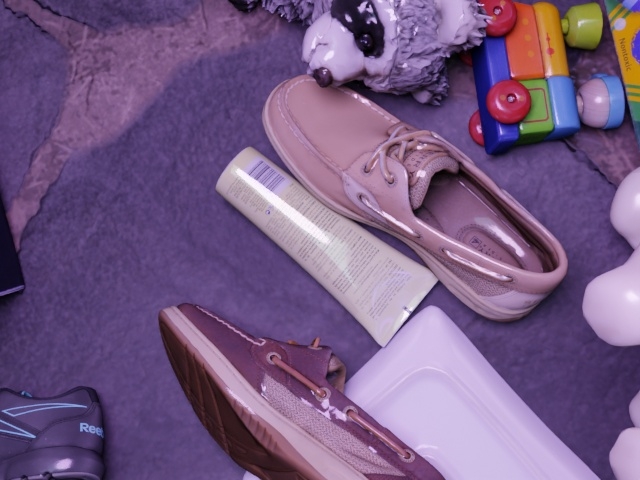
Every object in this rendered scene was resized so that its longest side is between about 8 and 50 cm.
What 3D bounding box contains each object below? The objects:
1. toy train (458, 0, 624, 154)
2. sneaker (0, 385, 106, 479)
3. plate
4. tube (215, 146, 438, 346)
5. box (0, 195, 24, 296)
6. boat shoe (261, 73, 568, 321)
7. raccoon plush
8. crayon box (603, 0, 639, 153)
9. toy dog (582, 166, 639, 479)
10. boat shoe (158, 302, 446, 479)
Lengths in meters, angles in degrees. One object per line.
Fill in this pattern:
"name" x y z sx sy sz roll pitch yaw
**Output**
"toy train" 0.215 -0.218 0.869 0.143 0.105 0.248 -6 81 -3
"sneaker" -0.346 0.217 0.903 0.267 0.101 0.106 -8 59 8
"plate" 0.103 0.252 0.846 0.278 0.045 0.277 -42 80 1
"tube" 0.000 0.000 0.891 0.240 0.062 0.070 38 130 7
"box" -0.520 -0.065 0.876 0.312 0.179 0.344 -14 93 7
"boat shoe" 0.092 -0.063 0.841 0.341 0.110 0.122 37 68 7
"raccoon plush" 0.073 -0.354 0.859 0.299 0.216 0.447 27 87 3
"crayon box" 0.435 -0.209 0.777 0.322 0.083 0.203 -16 79 30
"toy dog" 0.387 0.094 0.607 0.395 0.408 0.285 3 98 16
"boat shoe" -0.024 0.157 0.826 0.123 0.123 0.342 -31 47 -30
